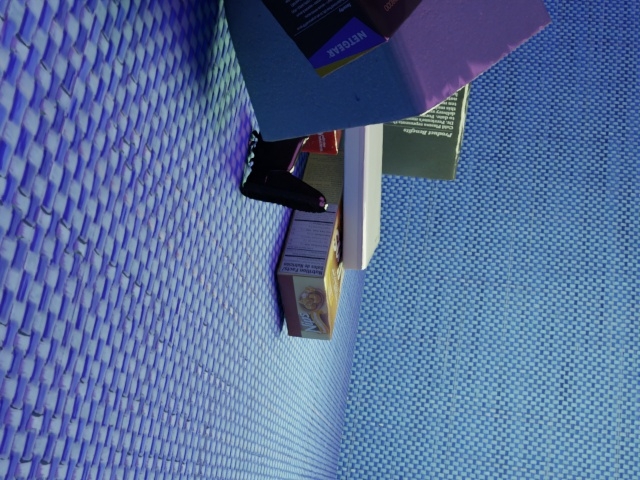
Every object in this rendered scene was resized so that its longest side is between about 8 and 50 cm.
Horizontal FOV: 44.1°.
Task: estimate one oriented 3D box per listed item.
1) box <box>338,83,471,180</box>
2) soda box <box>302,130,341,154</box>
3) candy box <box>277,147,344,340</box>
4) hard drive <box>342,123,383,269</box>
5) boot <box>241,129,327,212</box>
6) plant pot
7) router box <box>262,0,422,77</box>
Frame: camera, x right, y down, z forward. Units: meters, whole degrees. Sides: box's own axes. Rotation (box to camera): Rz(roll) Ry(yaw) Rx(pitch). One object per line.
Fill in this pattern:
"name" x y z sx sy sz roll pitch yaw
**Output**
"box" 0.200 -0.471 1.752 0.472 0.297 0.480 88 12 -55
"soda box" -0.019 -0.234 1.115 0.263 0.092 0.083 83 15 -59
"candy box" 0.000 0.000 1.442 0.183 0.087 0.316 83 14 -49
"hard drive" 0.081 -0.146 1.457 0.233 0.047 0.353 -51 143 -72
"boot" -0.039 -0.094 1.020 0.045 0.121 0.099 80 25 -71
"plant pot" 0.043 -0.278 0.820 0.247 0.248 0.252 -37 113 -34
"router box" 0.025 -0.315 0.615 0.243 0.081 0.309 49 54 -19
